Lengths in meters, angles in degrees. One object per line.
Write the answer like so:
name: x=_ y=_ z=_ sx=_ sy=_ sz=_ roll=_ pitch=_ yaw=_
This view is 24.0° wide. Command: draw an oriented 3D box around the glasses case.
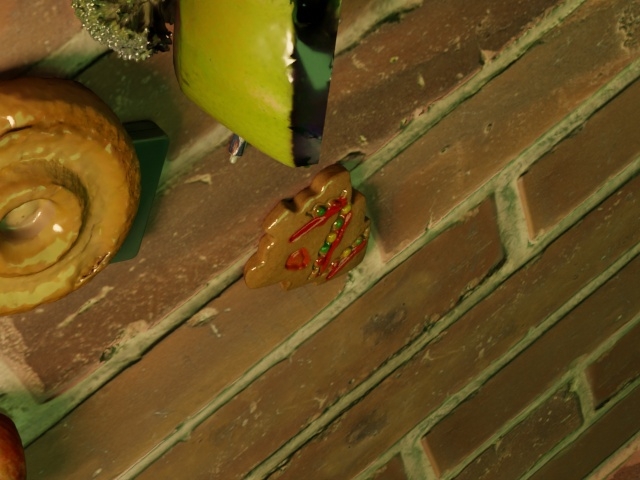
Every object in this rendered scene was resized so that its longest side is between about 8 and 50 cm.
glasses case: x=-0.237 y=-0.054 z=1.785 sx=0.078 sy=0.039 sz=0.184 roll=-13 pitch=135 yaw=-39

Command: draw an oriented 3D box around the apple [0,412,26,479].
apple: x=-0.429 y=0.303 z=1.845 sx=0.160 sy=0.173 sz=0.195 roll=-23 pitch=137 yaw=-33

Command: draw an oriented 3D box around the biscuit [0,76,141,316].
biscuit: x=-0.329 y=-0.037 z=1.625 sx=0.296 sy=0.102 sz=0.296 roll=-18 pitch=135 yaw=-19

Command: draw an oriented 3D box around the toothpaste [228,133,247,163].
toothpaste: x=-0.096 y=-0.133 z=1.873 sx=0.027 sy=0.019 sz=0.083 roll=6 pitch=119 yaw=-30

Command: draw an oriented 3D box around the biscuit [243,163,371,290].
biscuit: x=0.000 y=0.000 z=2.102 sx=0.212 sy=0.041 sz=0.239 roll=-52 pitch=145 yaw=8

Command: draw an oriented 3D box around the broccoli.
broccoli: x=-0.181 y=-0.288 z=1.557 sx=0.122 sy=0.118 sz=0.204 roll=18 pitch=98 yaw=-22

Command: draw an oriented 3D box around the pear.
pear: x=-0.058 y=-0.276 z=1.539 sx=0.165 sy=0.398 sz=0.398 roll=8 pitch=132 yaw=-1
